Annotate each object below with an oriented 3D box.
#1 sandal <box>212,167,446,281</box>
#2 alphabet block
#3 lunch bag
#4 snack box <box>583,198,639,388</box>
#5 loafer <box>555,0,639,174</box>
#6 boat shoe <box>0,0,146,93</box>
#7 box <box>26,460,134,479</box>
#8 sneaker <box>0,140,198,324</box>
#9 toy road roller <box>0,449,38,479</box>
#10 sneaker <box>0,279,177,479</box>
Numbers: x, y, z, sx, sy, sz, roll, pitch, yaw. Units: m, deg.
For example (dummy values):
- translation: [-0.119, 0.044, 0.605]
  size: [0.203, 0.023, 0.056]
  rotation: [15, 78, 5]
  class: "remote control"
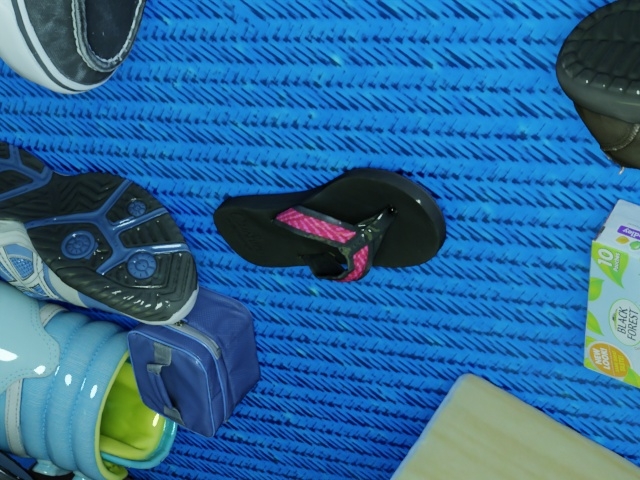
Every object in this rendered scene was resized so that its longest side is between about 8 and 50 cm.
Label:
- translation: [0.000, 0.000, 0.978]
  size: [0.179, 0.040, 0.067]
  rotation: [-7, 126, 46]
  class: "sandal"
- translation: [0.108, 0.232, 1.017]
  size: [0.197, 0.193, 0.192]
  rotation: [30, 147, 11]
  class: "alphabet block"
- translation: [-0.084, 0.077, 1.122]
  size: [0.067, 0.065, 0.098]
  rotation: [20, 142, 24]
  class: "lunch bag"
- translation: [0.203, 0.046, 0.851]
  size: [0.141, 0.037, 0.100]
  rotation: [21, 142, 23]
  class: "snack box"
- translation: [0.207, -0.045, 0.720]
  size: [0.220, 0.080, 0.078]
  rotation: [21, 152, 32]
  class: "loafer"
- translation: [-0.096, -0.178, 0.811]
  size: [0.102, 0.108, 0.301]
  rotation: [27, 137, 18]
  class: "boat shoe"
- translation: [-0.088, 0.330, 1.318]
  size: [0.381, 0.143, 0.191]
  rotation: [26, 145, 27]
  class: "box"
- translation: [-0.156, 0.002, 1.100]
  size: [0.211, 0.080, 0.081]
  rotation: [27, 152, 32]
  class: "sneaker"
- translation: [-0.167, 0.275, 1.103]
  size: [0.329, 0.202, 0.240]
  rotation: [31, 174, 30]
  class: "toy road roller"
- translation: [-0.211, 0.123, 1.247]
  size: [0.208, 0.127, 0.319]
  rotation: [22, 162, -4]
  class: "sneaker"
